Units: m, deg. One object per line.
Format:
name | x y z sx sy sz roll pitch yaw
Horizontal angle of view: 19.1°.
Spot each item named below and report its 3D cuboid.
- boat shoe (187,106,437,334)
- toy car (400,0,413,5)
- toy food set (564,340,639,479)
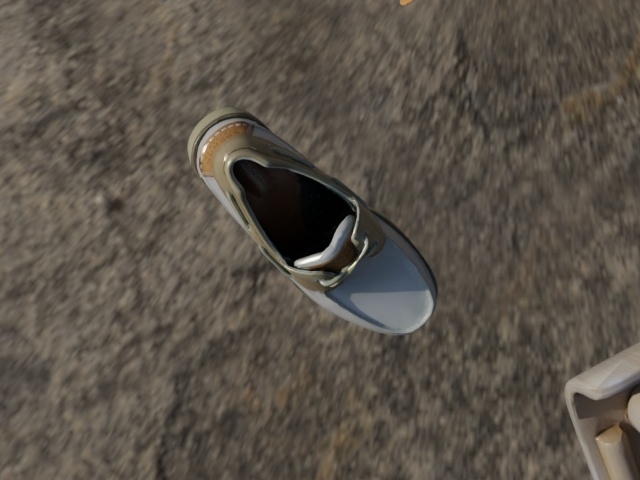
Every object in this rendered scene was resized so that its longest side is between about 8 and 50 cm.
boat shoe | 0.000 0.000 1.783 0.302 0.103 0.113 38 97 -24
toy car | 0.124 -0.297 1.537 0.219 0.210 0.238 18 96 -16
toy food set | 0.279 0.144 1.044 0.220 0.092 0.306 -28 120 -10
